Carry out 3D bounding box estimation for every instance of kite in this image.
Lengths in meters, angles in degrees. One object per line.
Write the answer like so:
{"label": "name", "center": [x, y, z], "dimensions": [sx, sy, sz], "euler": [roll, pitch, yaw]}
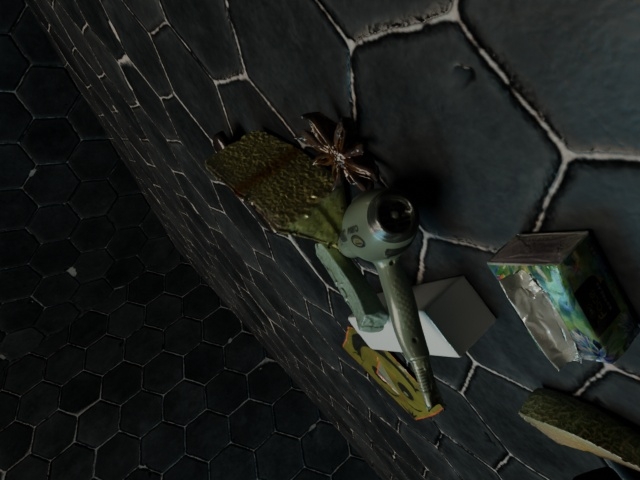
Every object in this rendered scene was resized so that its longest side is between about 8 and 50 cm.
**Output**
{"label": "kite", "center": [0.170, 0.335, 1.123], "dimensions": [0.378, 0.013, 0.327], "euler": [17, 141, 55]}

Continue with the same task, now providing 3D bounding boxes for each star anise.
{"label": "star anise", "center": [0.025, -0.115, 0.606], "dimensions": [0.141, 0.042, 0.141], "euler": [36, 157, 18]}

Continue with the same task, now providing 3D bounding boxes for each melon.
{"label": "melon", "center": [0.330, 0.236, 0.538], "dimensions": [0.098, 0.054, 0.182], "euler": [50, 162, -13]}

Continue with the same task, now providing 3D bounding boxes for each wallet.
{"label": "wallet", "center": [-0.146, -0.116, 0.964], "dimensions": [0.229, 0.049, 0.182], "euler": [56, 175, -8]}

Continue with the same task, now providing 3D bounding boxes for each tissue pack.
{"label": "tissue pack", "center": [0.216, 0.057, 0.429], "dimensions": [0.111, 0.079, 0.085], "euler": [56, 159, -12]}

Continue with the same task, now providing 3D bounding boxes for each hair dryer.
{"label": "hair dryer", "center": [0.079, 0.059, 0.615], "dimensions": [0.229, 0.092, 0.267], "euler": [-145, 42, -75]}

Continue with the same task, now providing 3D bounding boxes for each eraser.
{"label": "eraser", "center": [0.138, 0.122, 0.723], "dimensions": [0.076, 0.078, 0.298], "euler": [52, 161, -1]}

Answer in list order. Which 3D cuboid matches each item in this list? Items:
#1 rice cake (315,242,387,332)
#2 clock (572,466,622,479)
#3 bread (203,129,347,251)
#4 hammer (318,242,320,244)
{"label": "rice cake", "center": [0.045, 0.064, 0.768], "dimensions": [0.245, 0.045, 0.042], "euler": [-124, 40, -57]}
{"label": "clock", "center": [0.413, 0.468, 0.526], "dimensions": [0.379, 0.120, 0.276], "euler": [55, -165, -26]}
{"label": "bread", "center": [-0.065, -0.055, 0.779], "dimensions": [0.240, 0.135, 0.178], "euler": [38, 157, 35]}
{"label": "hammer", "center": [0.000, 0.000, 0.917], "dimensions": [0.035, 0.019, 0.110], "euler": [47, 165, 14]}
